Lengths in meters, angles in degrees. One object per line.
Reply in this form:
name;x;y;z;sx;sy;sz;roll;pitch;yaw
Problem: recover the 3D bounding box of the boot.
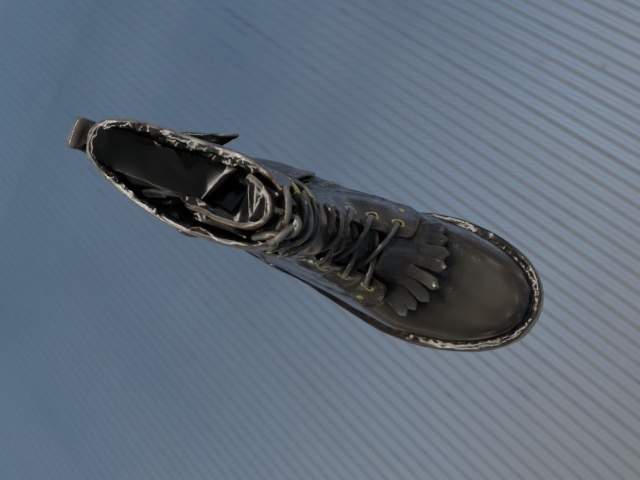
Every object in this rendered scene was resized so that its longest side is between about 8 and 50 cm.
boot;0.000;0.000;0.709;0.263;0.229;0.091;20;90;15
